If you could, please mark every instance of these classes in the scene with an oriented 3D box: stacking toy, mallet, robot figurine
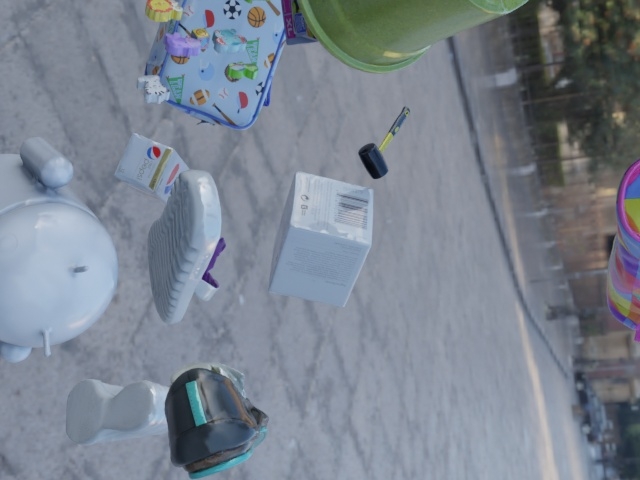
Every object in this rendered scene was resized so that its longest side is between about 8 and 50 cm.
[{"bbox_3d":[-0.173,-0.301,1.345,0.052,0.221,0.167,55,-36,30],"label":"stacking toy"},{"bbox_3d":[0.131,-0.184,1.642,0.189,0.039,0.062,-49,121,-44],"label":"mallet"},{"bbox_3d":[-0.397,0.010,1.180,0.200,0.353,0.300,1,115,-37],"label":"robot figurine"}]

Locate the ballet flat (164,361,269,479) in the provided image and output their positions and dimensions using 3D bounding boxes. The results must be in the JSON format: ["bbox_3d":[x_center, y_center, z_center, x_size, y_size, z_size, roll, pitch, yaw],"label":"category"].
[{"bbox_3d":[-0.096,0.158,0.801,0.280,0.095,0.096,118,-49,-74],"label":"ballet flat"}]

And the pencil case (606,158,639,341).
[{"bbox_3d":[0.307,0.012,0.782,0.236,0.104,0.104,56,30,-61],"label":"pencil case"}]

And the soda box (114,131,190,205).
[{"bbox_3d":[-0.258,-0.104,1.381,0.216,0.069,0.074,93,20,-84],"label":"soda box"}]

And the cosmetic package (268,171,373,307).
[{"bbox_3d":[0.000,0.000,1.620,0.151,0.151,0.183,-85,-169,-45],"label":"cosmetic package"}]

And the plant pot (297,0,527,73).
[{"bbox_3d":[0.144,-0.371,1.151,0.276,0.254,0.276,-2,94,-33],"label":"plant pot"}]

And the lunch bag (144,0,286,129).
[{"bbox_3d":[-0.190,-0.367,1.695,0.115,0.243,0.303,30,-79,61],"label":"lunch bag"}]

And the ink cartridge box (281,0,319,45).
[{"bbox_3d":[0.011,-0.397,1.335,0.311,0.065,0.185,-158,-121,-65],"label":"ink cartridge box"}]

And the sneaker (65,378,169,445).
[{"bbox_3d":[-0.229,0.211,1.064,0.094,0.212,0.080,18,70,-42],"label":"sneaker"}]

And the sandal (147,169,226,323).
[{"bbox_3d":[-0.189,0.025,1.330,0.416,0.102,0.169,137,-53,-65],"label":"sandal"}]
